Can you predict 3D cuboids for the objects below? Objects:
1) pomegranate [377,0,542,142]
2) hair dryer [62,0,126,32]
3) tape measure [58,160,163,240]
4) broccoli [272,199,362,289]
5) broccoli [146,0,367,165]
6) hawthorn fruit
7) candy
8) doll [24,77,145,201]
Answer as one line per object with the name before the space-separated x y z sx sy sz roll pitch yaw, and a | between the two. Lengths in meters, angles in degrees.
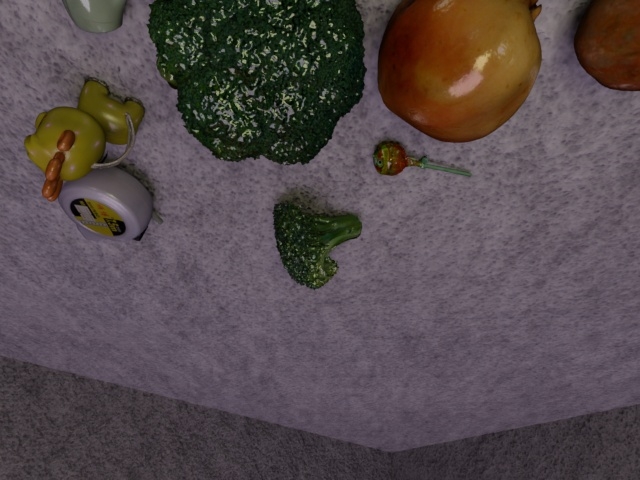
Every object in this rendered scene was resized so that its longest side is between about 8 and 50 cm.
pomegranate | 0.174 -0.226 0.542 0.209 0.209 0.209 3 142 2
hair dryer | -0.218 -0.369 0.526 0.237 0.075 0.206 0 136 -7
tape measure | -0.437 -0.079 0.881 0.178 0.105 0.196 10 141 5
broccoli | 0.000 0.000 0.906 0.194 0.194 0.219 -4 118 11
broccoli | -0.079 -0.245 0.536 0.297 0.297 0.297 22 155 37
hawthorn fruit | 0.420 -0.253 0.517 0.149 0.189 0.149 -21 127 -31
candy | 0.192 -0.138 0.786 0.201 0.060 0.060 7 143 -15
doll | -0.381 -0.157 0.677 0.135 0.220 0.143 29 133 -23
